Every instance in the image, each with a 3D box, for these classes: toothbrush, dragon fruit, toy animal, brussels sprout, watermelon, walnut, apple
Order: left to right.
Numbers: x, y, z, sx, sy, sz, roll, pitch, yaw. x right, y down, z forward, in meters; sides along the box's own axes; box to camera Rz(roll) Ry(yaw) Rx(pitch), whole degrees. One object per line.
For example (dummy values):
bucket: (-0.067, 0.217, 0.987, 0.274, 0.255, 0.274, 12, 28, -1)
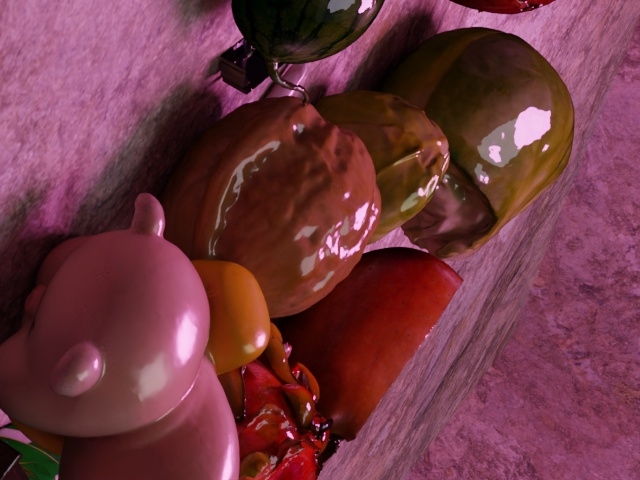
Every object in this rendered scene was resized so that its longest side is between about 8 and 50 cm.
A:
toy animal: (-0.219, 0.134, 1.429, 0.247, 0.277, 0.345, 55, 39, -56)
toothbrush: (-0.103, -0.095, 1.760, 0.307, 0.025, 0.029, -55, 172, -16)
dragon fruit: (-0.099, 0.243, 1.983, 0.307, 0.243, 0.227, -43, 167, -47)
walnut: (-0.060, -0.032, 1.637, 0.257, 0.224, 0.257, -46, 151, -35)
watermelon: (0.005, -0.275, 1.511, 0.204, 0.127, 0.232, 36, 66, -57)
apple: (0.064, 0.191, 2.315, 0.365, 0.295, 0.329, -50, 136, -41)
brussels sprout: (0.056, -0.094, 1.926, 0.223, 0.223, 0.161, -53, 147, -22)
brussels sprout: (0.214, -0.147, 2.179, 0.315, 0.276, 0.371, -46, 160, -30)

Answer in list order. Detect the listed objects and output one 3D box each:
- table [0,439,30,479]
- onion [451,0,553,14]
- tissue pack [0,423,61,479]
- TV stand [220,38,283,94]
table: (-0.377, 0.273, 1.269, 0.250, 0.196, 0.282, -54, 164, -22)
onion: (0.230, -0.413, 1.846, 0.276, 0.276, 0.276, -53, 162, -24)
tissue pack: (-0.302, 0.293, 1.607, 0.148, 0.156, 0.209, -62, 165, 16)
TV stand: (-0.032, -0.240, 1.698, 0.249, 0.036, 0.042, -45, 157, -43)
